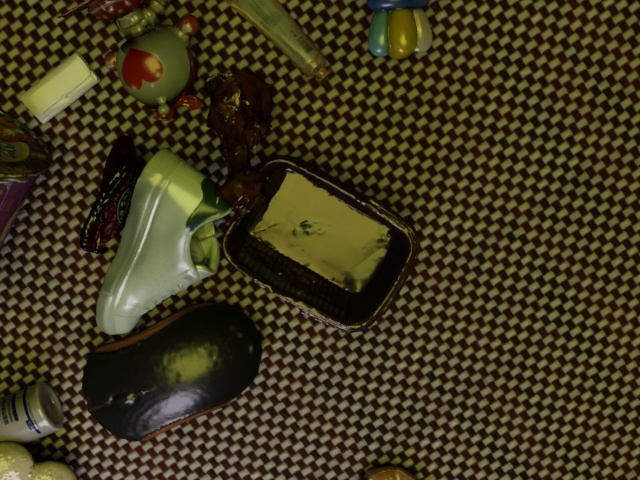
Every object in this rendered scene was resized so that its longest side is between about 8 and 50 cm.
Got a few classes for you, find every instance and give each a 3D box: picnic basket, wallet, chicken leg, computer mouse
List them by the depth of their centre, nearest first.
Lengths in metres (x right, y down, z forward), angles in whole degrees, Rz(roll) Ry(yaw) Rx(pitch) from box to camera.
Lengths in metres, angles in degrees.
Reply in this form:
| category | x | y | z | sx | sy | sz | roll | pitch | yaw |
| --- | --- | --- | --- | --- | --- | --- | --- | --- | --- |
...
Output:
| category | x | y | z | sx | sy | sz | roll | pitch | yaw |
| --- | --- | --- | --- | --- | --- | --- | --- | --- | --- |
| chicken leg | -0.125 | -0.151 | 1.421 | 0.113 | 0.304 | 0.093 | -14 | 137 | 10 |
| picnic basket | 0.000 | 0.000 | 1.507 | 0.296 | 0.129 | 0.223 | 30 | 100 | -4 |
| wallet | -0.429 | -0.250 | 1.515 | 0.122 | 0.025 | 0.061 | -36 | 105 | 5 |
| computer mouse | -0.253 | 0.222 | 1.554 | 0.323 | 0.116 | 0.183 | -26 | 96 | 4 |

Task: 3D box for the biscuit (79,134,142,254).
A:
| category | x | y | z | sx | sy | sz | roll | pitch | yaw |
| --- | --- | --- | --- | --- | --- | --- | --- | --- | --- |
| biscuit | -0.322 | -0.073 | 1.444 | 0.063 | 0.235 | 0.151 | 15 | 103 | -11 |

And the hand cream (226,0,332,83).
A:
| category | x | y | z | sx | sy | sz | roll | pitch | yaw |
| --- | --- | --- | --- | --- | --- | --- | --- | --- | --- |
| hand cream | -0.064 | -0.340 | 1.495 | 0.067 | 0.043 | 0.210 | -42 | 92 | 5 |

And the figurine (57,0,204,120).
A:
| category | x | y | z | sx | sy | sz | roll | pitch | yaw |
| --- | --- | --- | --- | --- | --- | --- | --- | --- | --- |
| figurine | -0.265 | -0.299 | 1.452 | 0.183 | 0.160 | 0.226 | -27 | 106 | 5 |

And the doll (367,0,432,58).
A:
| category | x | y | z | sx | sy | sz | roll | pitch | yaw |
| --- | --- | --- | --- | --- | --- | --- | --- | --- | --- |
| doll | 0.172 | -0.475 | 1.395 | 0.365 | 0.187 | 0.376 | -35 | 80 | -2 |

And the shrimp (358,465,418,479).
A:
| category | x | y | z | sx | sy | sz | roll | pitch | yaw |
| --- | --- | --- | --- | --- | --- | --- | --- | --- | --- |
| shrimp | 0.112 | 0.544 | 1.640 | 0.178 | 0.075 | 0.289 | 17 | 86 | -6 |

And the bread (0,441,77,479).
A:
| category | x | y | z | sx | sy | sz | roll | pitch | yaw |
| --- | --- | --- | --- | --- | --- | --- | --- | --- | --- |
| bread | -0.555 | 0.479 | 1.587 | 0.315 | 0.054 | 0.316 | -3 | 118 | -6 |

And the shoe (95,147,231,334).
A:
| category | x | y | z | sx | sy | sz | roll | pitch | yaw |
| --- | --- | --- | --- | --- | --- | --- | --- | --- | --- |
| shoe | -0.241 | 0.034 | 1.466 | 0.160 | 0.132 | 0.363 | 28 | 124 | 3 |

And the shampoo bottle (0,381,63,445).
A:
| category | x | y | z | sx | sy | sz | roll | pitch | yaw |
| --- | --- | --- | --- | --- | --- | --- | --- | --- | --- |
| shampoo bottle | -0.599 | 0.339 | 1.584 | 0.303 | 0.092 | 0.092 | -22 | 99 | 4 |

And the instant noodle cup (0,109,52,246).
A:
| category | x | y | z | sx | sy | sz | roll | pitch | yaw |
| --- | --- | --- | --- | --- | --- | --- | --- | --- | --- |
| instant noodle cup | -0.614 | -0.064 | 1.408 | 0.339 | 0.340 | 0.266 | 24 | 107 | -4 |
